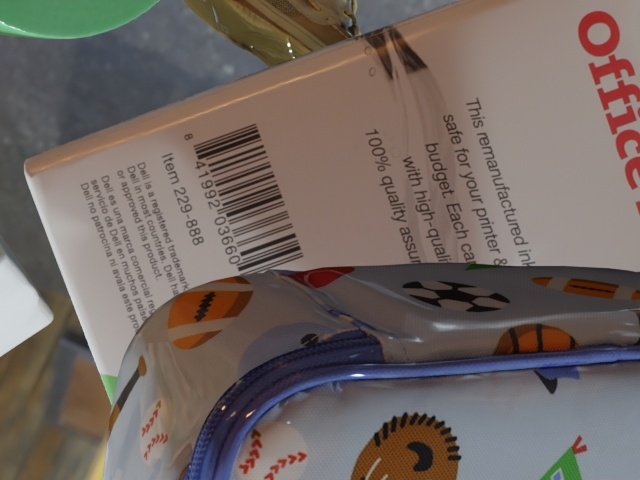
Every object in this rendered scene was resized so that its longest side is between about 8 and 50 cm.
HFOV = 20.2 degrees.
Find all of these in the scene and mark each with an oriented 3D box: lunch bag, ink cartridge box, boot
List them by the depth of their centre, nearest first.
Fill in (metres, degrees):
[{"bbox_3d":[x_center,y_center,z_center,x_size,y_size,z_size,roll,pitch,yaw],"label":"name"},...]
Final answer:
[{"bbox_3d":[0.066,0.133,0.644,0.303,0.243,0.115,2,-167,-28],"label":"lunch bag"},{"bbox_3d":[0.039,0.009,0.839,0.289,0.211,0.121,-19,-175,3],"label":"ink cartridge box"},{"bbox_3d":[0.021,-0.182,1.260,0.213,0.165,0.077,38,160,22],"label":"boot"}]

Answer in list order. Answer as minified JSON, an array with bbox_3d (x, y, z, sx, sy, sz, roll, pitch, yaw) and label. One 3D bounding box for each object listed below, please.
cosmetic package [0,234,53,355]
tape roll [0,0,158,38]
[{"bbox_3d":[-0.447,-0.087,1.650,0.453,0.161,0.230,53,173,14],"label":"cosmetic package"},{"bbox_3d":[-0.229,-0.326,1.469,0.077,0.321,0.321,10,156,47],"label":"tape roll"}]
